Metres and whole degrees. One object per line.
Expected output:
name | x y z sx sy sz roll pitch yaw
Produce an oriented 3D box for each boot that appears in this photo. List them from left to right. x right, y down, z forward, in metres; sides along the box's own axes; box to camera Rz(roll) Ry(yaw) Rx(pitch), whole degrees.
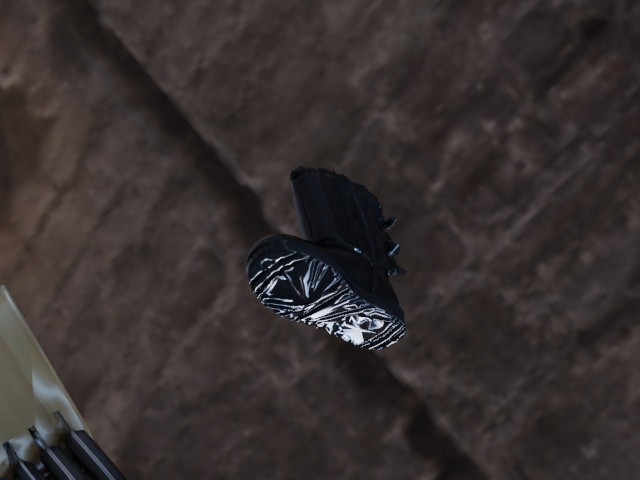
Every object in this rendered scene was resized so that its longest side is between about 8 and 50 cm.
boot | 0.000 0.000 0.926 0.045 0.099 0.121 -36 135 27

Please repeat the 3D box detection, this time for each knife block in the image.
knife block | -0.144 0.147 0.826 0.088 0.242 0.276 -30 -175 -19
